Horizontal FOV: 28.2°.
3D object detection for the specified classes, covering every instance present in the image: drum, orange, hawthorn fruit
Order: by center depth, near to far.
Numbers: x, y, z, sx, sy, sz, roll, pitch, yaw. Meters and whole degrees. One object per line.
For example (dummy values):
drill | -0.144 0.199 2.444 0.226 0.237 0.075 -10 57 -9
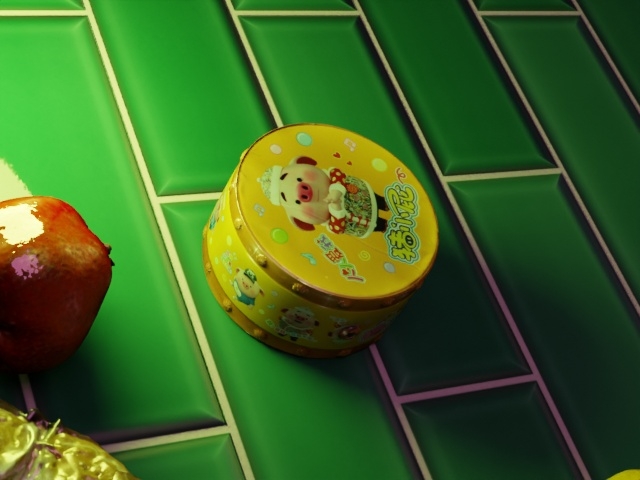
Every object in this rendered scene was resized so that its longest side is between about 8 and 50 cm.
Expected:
orange | -0.469 0.391 1.880 0.369 0.210 0.271 25 25 -7
hawthorn fruit | -0.493 0.060 2.103 0.295 0.295 0.311 21 47 -8
drum | 0.000 0.000 2.409 0.431 0.214 0.431 13 49 -16

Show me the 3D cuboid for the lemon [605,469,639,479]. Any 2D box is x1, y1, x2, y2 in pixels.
lemon | 0.552 0.534 2.221 0.261 0.260 0.284 27 38 -3
